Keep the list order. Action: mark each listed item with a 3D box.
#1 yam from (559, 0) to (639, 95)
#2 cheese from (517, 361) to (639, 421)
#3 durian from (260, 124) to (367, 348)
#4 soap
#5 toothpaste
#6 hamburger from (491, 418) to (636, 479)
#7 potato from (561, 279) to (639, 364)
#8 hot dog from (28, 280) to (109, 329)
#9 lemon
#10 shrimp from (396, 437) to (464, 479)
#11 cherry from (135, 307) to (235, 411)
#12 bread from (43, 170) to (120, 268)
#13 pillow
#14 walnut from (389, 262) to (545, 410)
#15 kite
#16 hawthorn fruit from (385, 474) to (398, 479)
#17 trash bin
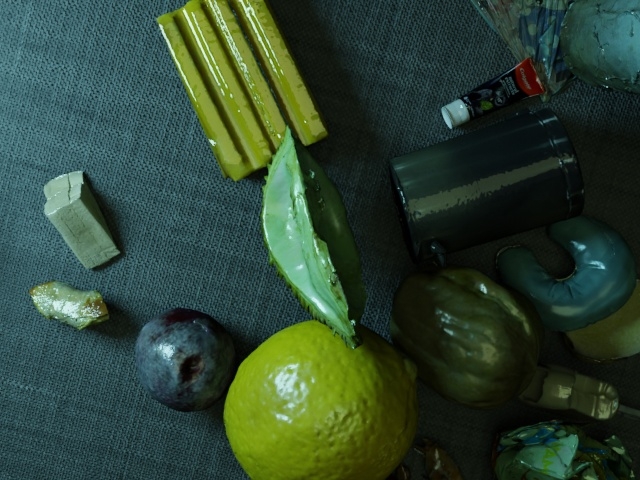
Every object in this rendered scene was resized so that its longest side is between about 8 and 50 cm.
[{"bbox_3d":[0.566,-0.333,1.359,0.241,0.348,0.241,-4,108,-12],"label":"yam"},{"bbox_3d":[0.494,0.291,1.506,0.286,0.163,0.082,18,79,-18],"label":"cheese"},{"bbox_3d":[0.010,0.000,1.357,0.163,0.198,0.394,-3,58,-22],"label":"durian"},{"bbox_3d":[-0.139,-0.288,1.467,0.204,0.096,0.324,-25,94,0],"label":"soap"},{"bbox_3d":[0.317,-0.269,1.509,0.193,0.045,0.071,-24,96,-3],"label":"toothpaste"},{"bbox_3d":[0.438,0.451,1.481,0.276,0.150,0.260,13,115,0],"label":"hamburger"},{"bbox_3d":[0.549,0.160,1.520,0.200,0.081,0.164,-26,59,3],"label":"potato"},{"bbox_3d":[-0.452,0.122,1.503,0.169,0.061,0.078,17,61,17],"label":"hot dog"},{"bbox_3d":[0.001,0.290,1.400,0.336,0.336,0.336,0,94,-2],"label":"lemon"},{"bbox_3d":[0.206,0.462,1.551,0.132,0.051,0.187,-21,97,0],"label":"shrimp"},{"bbox_3d":[-0.237,0.216,1.456,0.195,0.195,0.195,0,94,-2],"label":"cherry"},{"bbox_3d":[-0.440,-0.038,1.513,0.077,0.105,0.152,-24,126,0],"label":"bread"},{"bbox_3d":[0.456,0.055,1.497,0.233,0.086,0.214,-35,67,0],"label":"pillow"},{"bbox_3d":[0.253,0.169,1.442,0.227,0.283,0.283,-30,96,-43],"label":"walnut"},{"bbox_3d":[0.439,-0.436,1.514,0.406,0.014,0.368,7,94,-2],"label":"kite"},{"bbox_3d":[0.067,0.519,1.492,0.202,0.185,0.185,-25,94,16],"label":"hawthorn fruit"},{"bbox_3d":[0.280,-0.095,1.442,0.302,0.203,0.252,-18,54,1],"label":"trash bin"}]
